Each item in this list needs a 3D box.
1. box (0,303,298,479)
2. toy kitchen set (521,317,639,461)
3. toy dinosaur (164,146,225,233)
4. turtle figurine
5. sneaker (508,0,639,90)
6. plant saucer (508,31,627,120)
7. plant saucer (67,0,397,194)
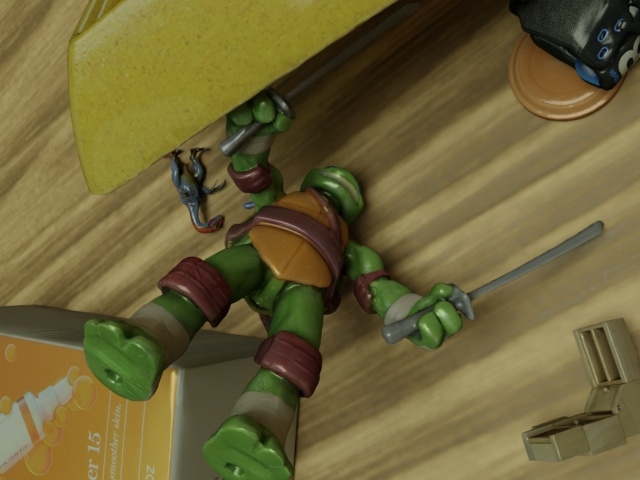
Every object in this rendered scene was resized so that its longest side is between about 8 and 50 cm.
[{"bbox_3d":[-0.210,0.181,0.599,0.345,0.168,0.215,3,89,29],"label":"box"},{"bbox_3d":[0.163,0.103,0.461,0.068,0.083,0.075,138,119,-65],"label":"toy kitchen set"},{"bbox_3d":[-0.119,-0.047,0.650,0.090,0.047,0.082,2,98,62],"label":"toy dinosaur"},{"bbox_3d":[0.000,0.000,0.435,0.275,0.266,0.197,-4,126,35],"label":"turtle figurine"},{"bbox_3d":[0.229,-0.147,0.429,0.217,0.079,0.121,20,93,31],"label":"sneaker"},{"bbox_3d":[0.178,-0.129,0.495,0.083,0.013,0.083,-2,87,28],"label":"plant saucer"},{"bbox_3d":[-0.049,-0.230,0.489,0.333,0.081,0.332,-28,40,24],"label":"plant saucer"}]
